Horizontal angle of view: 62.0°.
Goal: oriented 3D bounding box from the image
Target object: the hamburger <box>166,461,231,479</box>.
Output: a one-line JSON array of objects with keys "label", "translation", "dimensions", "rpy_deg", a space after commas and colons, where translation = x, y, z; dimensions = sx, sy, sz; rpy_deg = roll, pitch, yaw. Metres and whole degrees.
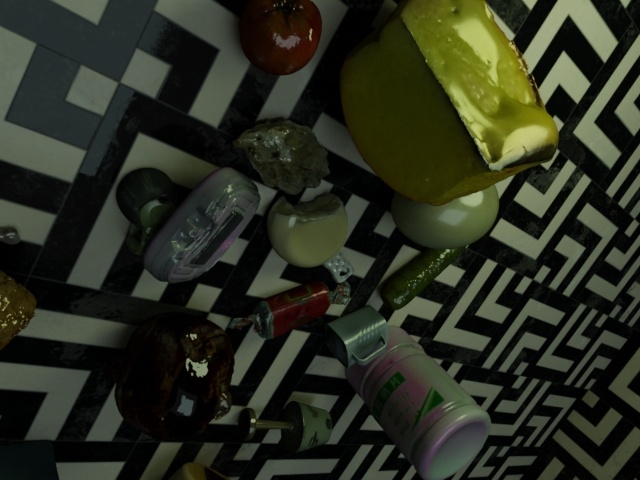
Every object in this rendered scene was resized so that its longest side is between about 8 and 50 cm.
[{"label": "hamburger", "translation": [-0.239, 0.621, 1.157], "dimensions": [0.170, 0.301, 0.302], "rpy_deg": [-58, 135, -13]}]

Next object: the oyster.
[{"label": "oyster", "translation": [-0.050, -0.145, 0.930], "dimensions": [0.132, 0.072, 0.209], "rpy_deg": [-40, 135, -2]}]

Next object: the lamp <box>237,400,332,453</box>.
[{"label": "lamp", "translation": [-0.082, 0.441, 1.259], "dimensions": [0.214, 0.121, 0.121], "rpy_deg": [13, 111, -30]}]

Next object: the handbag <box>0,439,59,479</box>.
[{"label": "handbag", "translation": [-0.511, 0.435, 0.886], "dimensions": [0.144, 0.221, 0.057], "rpy_deg": [22, 106, -43]}]

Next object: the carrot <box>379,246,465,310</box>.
[{"label": "carrot", "translation": [0.286, 0.034, 1.283], "dimensions": [0.358, 0.074, 0.074], "rpy_deg": [-41, 133, -9]}]

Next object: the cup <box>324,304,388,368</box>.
[{"label": "cup", "translation": [0.091, 0.229, 1.233], "dimensions": [0.129, 0.128, 0.095], "rpy_deg": [-25, 128, -23]}]

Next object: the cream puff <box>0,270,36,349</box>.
[{"label": "cream puff", "translation": [-0.508, 0.084, 0.718], "dimensions": [0.183, 0.183, 0.169], "rpy_deg": [-36, 112, -10]}]

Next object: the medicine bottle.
[{"label": "medicine bottle", "translation": [0.226, 0.385, 1.292], "dimensions": [0.211, 0.325, 0.212], "rpy_deg": [-18, 128, -24]}]

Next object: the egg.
[{"label": "egg", "translation": [0.259, -0.074, 1.108], "dimensions": [0.241, 0.186, 0.186], "rpy_deg": [-5, 121, -29]}]

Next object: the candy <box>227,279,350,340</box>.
[{"label": "candy", "translation": [-0.057, 0.143, 1.121], "dimensions": [0.292, 0.059, 0.086], "rpy_deg": [-18, 126, -25]}]

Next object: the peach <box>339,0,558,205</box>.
[{"label": "peach", "translation": [0.222, -0.227, 0.924], "dimensions": [0.380, 0.242, 0.306], "rpy_deg": [48, 53, -10]}]

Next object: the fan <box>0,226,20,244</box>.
[{"label": "fan", "translation": [-0.551, -0.025, 0.695], "dimensions": [0.281, 0.023, 0.057], "rpy_deg": [5, 107, -37]}]

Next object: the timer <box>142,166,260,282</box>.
[{"label": "timer", "translation": [-0.184, -0.019, 0.861], "dimensions": [0.208, 0.069, 0.191], "rpy_deg": [-49, 173, 4]}]

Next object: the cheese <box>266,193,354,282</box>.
[{"label": "cheese", "translation": [-0.015, 0.014, 1.058], "dimensions": [0.163, 0.071, 0.249], "rpy_deg": [-26, 131, -18]}]

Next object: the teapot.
[{"label": "teapot", "translation": [-0.263, -0.042, 0.835], "dimensions": [0.092, 0.091, 0.124], "rpy_deg": [-14, 125, -25]}]

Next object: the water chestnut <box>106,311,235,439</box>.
[{"label": "water chestnut", "translation": [-0.269, 0.237, 0.958], "dimensions": [0.223, 0.238, 0.224], "rpy_deg": [5, 90, -70]}]

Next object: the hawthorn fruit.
[{"label": "hawthorn fruit", "translation": [-0.059, -0.298, 0.788], "dimensions": [0.125, 0.125, 0.140], "rpy_deg": [-11, 122, -29]}]
